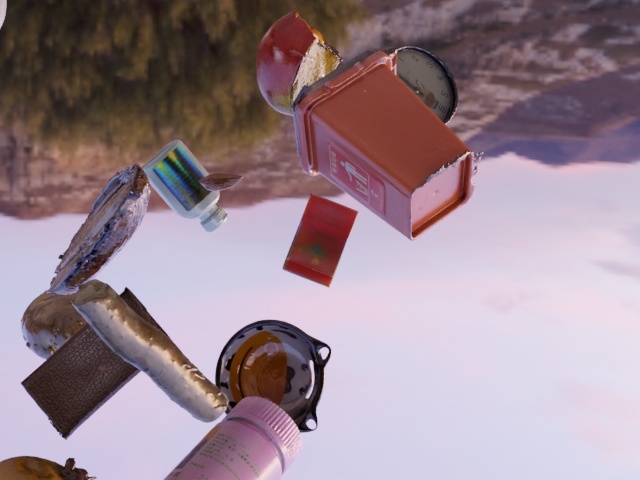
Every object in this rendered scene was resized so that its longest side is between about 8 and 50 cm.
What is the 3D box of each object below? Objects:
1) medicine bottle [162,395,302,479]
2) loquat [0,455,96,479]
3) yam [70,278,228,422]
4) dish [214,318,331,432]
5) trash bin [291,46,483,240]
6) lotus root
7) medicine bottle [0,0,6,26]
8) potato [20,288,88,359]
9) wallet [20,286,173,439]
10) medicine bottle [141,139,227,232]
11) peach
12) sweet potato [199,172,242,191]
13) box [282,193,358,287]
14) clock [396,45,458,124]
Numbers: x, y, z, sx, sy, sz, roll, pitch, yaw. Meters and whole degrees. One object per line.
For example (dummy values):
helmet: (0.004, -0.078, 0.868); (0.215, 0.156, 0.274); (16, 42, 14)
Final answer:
medicine bottle: (-0.181, 0.462, 2.099); (0.178, 0.178, 0.291); (9, -143, 32)
loquat: (-0.449, 0.444, 1.634); (0.243, 0.244, 0.244); (3, -170, 0)
yam: (-0.250, 0.171, 1.575); (0.067, 0.317, 0.071); (-40, -146, 1)
dish: (-0.100, 0.327, 2.508); (0.303, 0.303, 0.120); (6, 174, 19)
trash bin: (0.098, -0.132, 1.430); (0.184, 0.161, 0.238); (-36, -121, -20)
lotus root: (-0.341, -0.012, 1.710); (0.078, 0.167, 0.329); (27, 143, -21)
medicine bottle: (-0.541, -0.368, 1.312); (0.190, 0.190, 0.332); (4, 161, 8)
potato: (-0.527, 0.174, 2.203); (0.191, 0.141, 0.296); (-27, -167, -15)
wallet: (-0.377, 0.207, 1.783); (0.133, 0.243, 0.039); (46, 174, 16)
medicine bottle: (-0.319, -0.123, 2.553); (0.121, 0.229, 0.083); (-44, -165, -15)
peach: (-0.040, -0.253, 1.522); (0.118, 0.151, 0.151); (29, -178, -17)
sweet potato: (-0.187, -0.110, 1.958); (0.095, 0.034, 0.034); (-6, -176, 29)
box: (0.000, 0.000, 2.228); (0.112, 0.175, 0.048); (22, -178, -3)
clock: (0.185, -0.291, 2.042); (0.184, 0.185, 0.040); (-3, 165, -30)
